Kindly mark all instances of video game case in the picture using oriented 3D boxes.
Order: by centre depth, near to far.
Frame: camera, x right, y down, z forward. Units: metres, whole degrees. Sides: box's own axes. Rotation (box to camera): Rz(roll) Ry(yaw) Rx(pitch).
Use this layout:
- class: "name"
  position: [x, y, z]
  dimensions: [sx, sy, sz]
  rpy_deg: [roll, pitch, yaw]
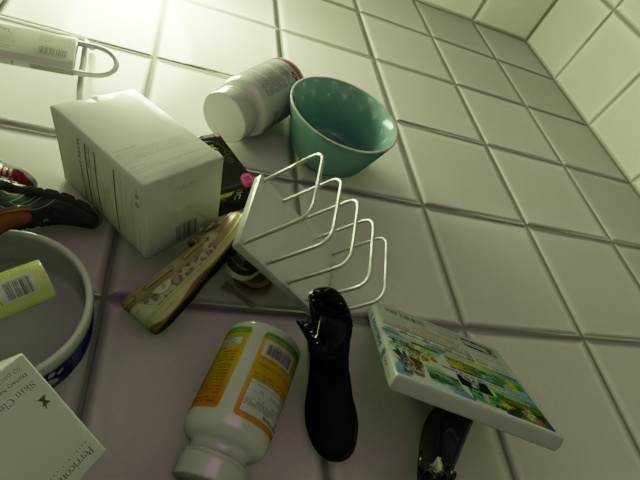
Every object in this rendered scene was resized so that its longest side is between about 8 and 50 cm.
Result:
- class: "video game case"
  position: [0.262, 0.250, 0.887]
  dimensions: [0.329, 0.036, 0.300]
  rpy_deg: [23, 14, -8]

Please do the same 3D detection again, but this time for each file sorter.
- class: "file sorter"
  position: [0.000, 0.000, 0.886]
  dimensions: [0.277, 0.173, 0.193]
  rpy_deg: [48, 36, -35]

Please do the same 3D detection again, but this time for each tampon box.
- class: "tampon box"
  position: [-0.251, -0.146, 1.015]
  dimensions: [0.120, 0.101, 0.161]
  rpy_deg: [-24, 67, -38]

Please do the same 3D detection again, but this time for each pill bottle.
- class: "pill bottle"
  position: [-0.131, 0.264, 0.712]
  dimensions: [0.136, 0.136, 0.245]
  rpy_deg: [26, 46, -5]
- class: "pill bottle"
  position: [-0.173, -0.380, 1.208]
  dimensions: [0.160, 0.160, 0.283]
  rpy_deg: [37, 46, 6]

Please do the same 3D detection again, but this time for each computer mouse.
- class: "computer mouse"
  position: [0.209, 0.367, 0.796]
  dimensions: [0.072, 0.188, 0.272]
  rpy_deg: [27, 35, 21]

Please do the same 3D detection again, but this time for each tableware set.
- class: "tableware set"
  position: [-0.182, 0.040, 0.940]
  dimensions: [0.194, 0.039, 0.128]
  rpy_deg: [34, 46, 3]

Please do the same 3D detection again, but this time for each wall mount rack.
- class: "wall mount rack"
  position: [-0.662, -0.434, 1.044]
  dimensions: [0.350, 0.130, 0.304]
  rpy_deg: [4, 55, -24]

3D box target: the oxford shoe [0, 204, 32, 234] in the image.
- class: "oxford shoe"
  position: [-0.518, 0.011, 0.648]
  dimensions: [0.212, 0.076, 0.076]
  rpy_deg: [-41, 107, -44]

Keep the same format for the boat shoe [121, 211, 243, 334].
- class: "boat shoe"
  position: [-0.241, 0.038, 0.835]
  dimensions: [0.089, 0.104, 0.285]
  rpy_deg: [37, 59, -1]

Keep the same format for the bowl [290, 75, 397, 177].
- class: "bowl"
  position: [0.040, -0.296, 1.242]
  dimensions: [0.311, 0.163, 0.311]
  rpy_deg: [14, 49, -16]

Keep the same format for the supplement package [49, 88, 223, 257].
- class: "supplement package"
  position: [-0.357, -0.142, 0.879]
  dimensions: [0.293, 0.175, 0.177]
  rpy_deg: [38, 46, 22]

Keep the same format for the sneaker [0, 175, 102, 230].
- class: "sneaker"
  position: [-0.551, -0.054, 0.818]
  dimensions: [0.267, 0.101, 0.106]
  rpy_deg: [16, 77, -23]

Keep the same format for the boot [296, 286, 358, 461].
- class: "boot"
  position: [0.012, 0.225, 0.752]
  dimensions: [0.094, 0.207, 0.246]
  rpy_deg: [-4, 56, 1]

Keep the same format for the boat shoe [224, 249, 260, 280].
- class: "boat shoe"
  position: [-0.110, -0.001, 0.940]
  dimensions: [0.084, 0.079, 0.233]
  rpy_deg: [30, 33, 10]

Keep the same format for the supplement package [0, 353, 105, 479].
- class: "supplement package"
  position: [-0.395, 0.263, 0.423]
  dimensions: [0.145, 0.204, 0.262]
  rpy_deg: [59, 33, -16]

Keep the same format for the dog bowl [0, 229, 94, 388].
- class: "dog bowl"
  position: [-0.492, 0.116, 0.679]
  dimensions: [0.265, 0.104, 0.265]
  rpy_deg: [13, 49, -16]

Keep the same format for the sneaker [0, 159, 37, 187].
- class: "sneaker"
  position: [-0.614, -0.119, 0.855]
  dimensions: [0.118, 0.042, 0.067]
  rpy_deg: [24, 42, 4]

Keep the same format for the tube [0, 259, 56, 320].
- class: "tube"
  position: [-0.489, 0.099, 0.588]
  dimensions: [0.240, 0.062, 0.070]
  rpy_deg: [-27, 25, -34]
